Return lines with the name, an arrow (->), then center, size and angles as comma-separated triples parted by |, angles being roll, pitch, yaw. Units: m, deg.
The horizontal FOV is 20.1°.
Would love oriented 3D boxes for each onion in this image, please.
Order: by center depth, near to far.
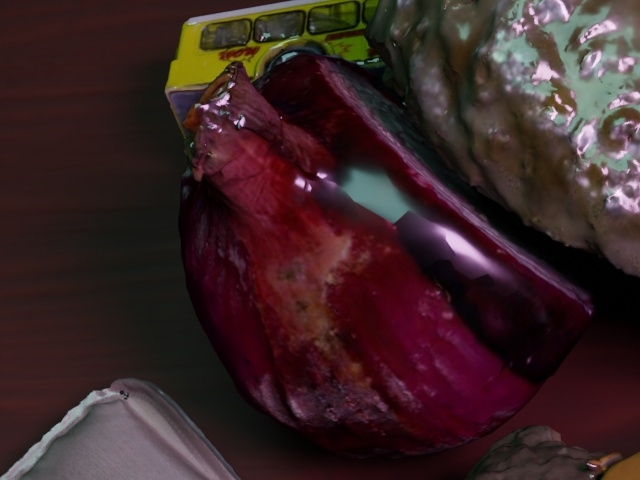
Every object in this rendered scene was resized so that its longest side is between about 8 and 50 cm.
onion -> 0.000, 0.000, 0.765 | 0.140, 0.218, 0.195 | -42, 54, 16

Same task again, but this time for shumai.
shumai -> 0.166, -0.095, 0.754 | 0.218, 0.256, 0.189 | -63, 10, 9

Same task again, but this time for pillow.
pillow -> -0.062, 0.153, 0.769 | 0.131, 0.038, 0.233 | -43, 52, -16

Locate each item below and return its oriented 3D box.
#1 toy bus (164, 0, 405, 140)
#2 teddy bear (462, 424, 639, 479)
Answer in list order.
toy bus -> 0.040, -0.081, 0.912 | 0.226, 0.081, 0.074 | -9, 45, 13
teddy bear -> 0.130, 0.133, 0.674 | 0.190, 0.140, 0.177 | -1, 54, 26
